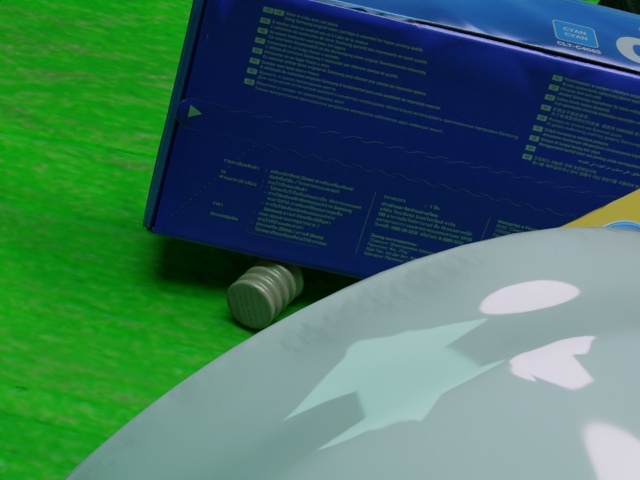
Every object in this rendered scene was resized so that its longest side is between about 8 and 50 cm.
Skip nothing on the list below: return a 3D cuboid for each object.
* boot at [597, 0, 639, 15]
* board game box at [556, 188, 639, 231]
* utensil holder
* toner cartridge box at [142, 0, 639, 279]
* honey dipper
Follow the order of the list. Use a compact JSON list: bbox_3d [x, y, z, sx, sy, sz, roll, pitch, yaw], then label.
[{"bbox_3d":[0.276,-0.151,1.036,0.263,0.229,0.091,21,40,14],"label":"boot"},{"bbox_3d":[0.196,0.053,0.759,0.316,0.242,0.064,-25,51,-35],"label":"board game box"},{"bbox_3d":[0.105,0.241,0.446,0.328,0.327,0.385,-13,46,-26],"label":"utensil holder"},{"bbox_3d":[0.092,-0.051,0.896,0.348,0.165,0.075,13,34,-7],"label":"toner cartridge box"},{"bbox_3d":[0.000,0.000,0.955,0.030,0.030,0.161,25,37,19],"label":"honey dipper"}]
